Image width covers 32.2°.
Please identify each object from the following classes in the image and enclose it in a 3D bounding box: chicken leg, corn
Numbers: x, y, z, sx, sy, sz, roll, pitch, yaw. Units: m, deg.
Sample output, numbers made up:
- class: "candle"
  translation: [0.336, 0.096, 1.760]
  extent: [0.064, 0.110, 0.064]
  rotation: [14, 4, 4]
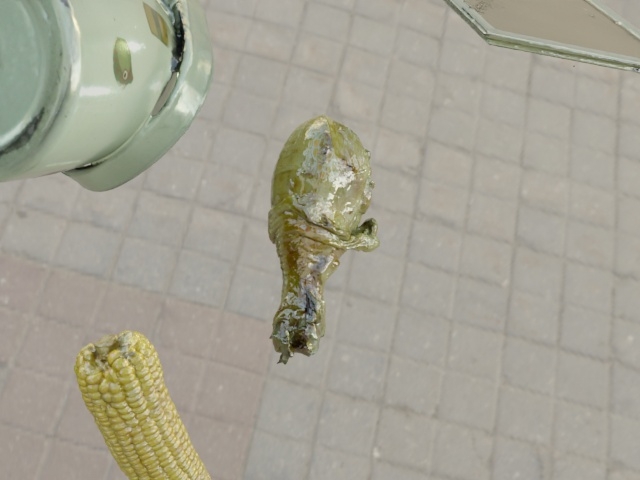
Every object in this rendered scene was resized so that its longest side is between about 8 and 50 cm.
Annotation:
- class: "chicken leg"
  translation: [0.000, 0.000, 1.019]
  extent: [0.088, 0.103, 0.228]
  rotation: [0, 86, 30]
- class: "corn"
  translation: [-0.196, 0.230, 1.298]
  extent: [0.101, 0.292, 0.101]
  rotation: [-17, 29, 10]

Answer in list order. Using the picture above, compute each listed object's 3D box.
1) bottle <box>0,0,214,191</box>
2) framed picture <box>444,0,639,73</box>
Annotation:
- class: "bottle"
  translation: [-0.225, -0.160, 1.045]
  extent: [0.229, 0.229, 0.351]
  rotation: [35, 16, 12]
- class: "framed picture"
  translation: [0.202, -0.230, 1.088]
  extent: [0.232, 0.019, 0.296]
  rotation: [7, 29, -21]
